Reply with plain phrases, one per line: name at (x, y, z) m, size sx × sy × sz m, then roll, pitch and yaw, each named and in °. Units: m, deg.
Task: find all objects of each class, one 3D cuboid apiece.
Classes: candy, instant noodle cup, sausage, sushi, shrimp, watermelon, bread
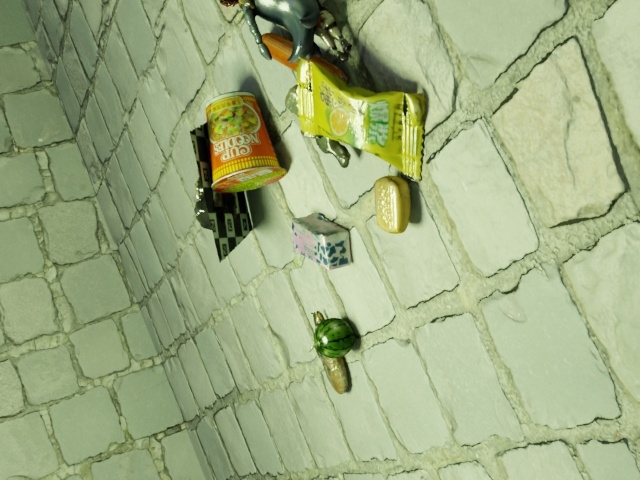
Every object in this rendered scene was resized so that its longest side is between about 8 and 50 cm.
candy at (0.000, 0.000, 1.902) m, size 0.160 × 0.073 × 0.092 m, roll 28°, pitch 129°, yaw 52°
instant noodle cup at (-0.197, -0.244, 2.019) m, size 0.193 × 0.193 × 0.212 m, roll -32°, pitch 69°, yaw 61°
sausage at (-0.041, -0.385, 1.764) m, size 0.348 × 0.053 × 0.053 m, roll 40°, pitch 139°, yaw 45°
sushi at (-0.279, -0.137, 2.111) m, size 0.320 × 0.068 × 0.340 m, roll -61°, pitch -39°, yaw -70°
candy at (0.070, -0.235, 1.586) m, size 0.297 × 0.081 × 0.187 m, roll 22°, pitch 134°, yaw 29°
shrimp at (0.016, 0.282, 2.080) m, size 0.126 × 0.047 × 0.224 m, roll 179°, pitch 73°, yaw -72°
watermelon at (0.029, 0.232, 1.955) m, size 0.109 × 0.108 × 0.109 m, roll 38°, pitch 138°, yaw 46°
bread at (0.147, -0.072, 1.613) m, size 0.082 × 0.056 × 0.115 m, roll 12°, pitch 111°, yaw 54°

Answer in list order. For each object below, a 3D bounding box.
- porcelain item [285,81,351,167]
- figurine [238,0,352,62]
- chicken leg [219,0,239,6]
porcelain item at (0.005, -0.242, 1.750) m, size 0.216 × 0.069 × 0.081 m, roll 57°, pitch 145°, yaw 28°
figurine at (-0.057, -0.470, 1.632) m, size 0.175 × 0.196 × 0.265 m, roll -44°, pitch 60°, yaw 45°
chicken leg at (-0.206, -0.595, 1.943) m, size 0.205 × 0.053 × 0.093 m, roll 22°, pitch 102°, yaw 47°
